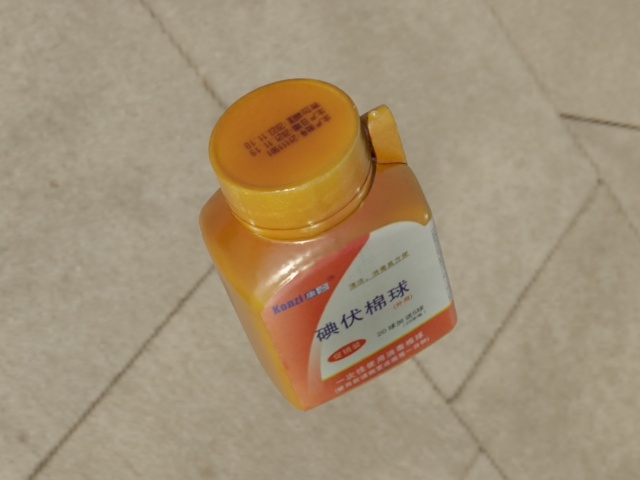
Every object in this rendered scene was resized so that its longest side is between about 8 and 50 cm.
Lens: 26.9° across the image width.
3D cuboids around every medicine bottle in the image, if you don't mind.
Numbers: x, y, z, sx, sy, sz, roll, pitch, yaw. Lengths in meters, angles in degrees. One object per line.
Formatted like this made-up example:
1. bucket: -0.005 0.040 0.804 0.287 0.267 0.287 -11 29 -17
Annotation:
1. medicine bottle: 0.000 0.001 0.938 0.149 0.112 0.222 -28 139 -8
